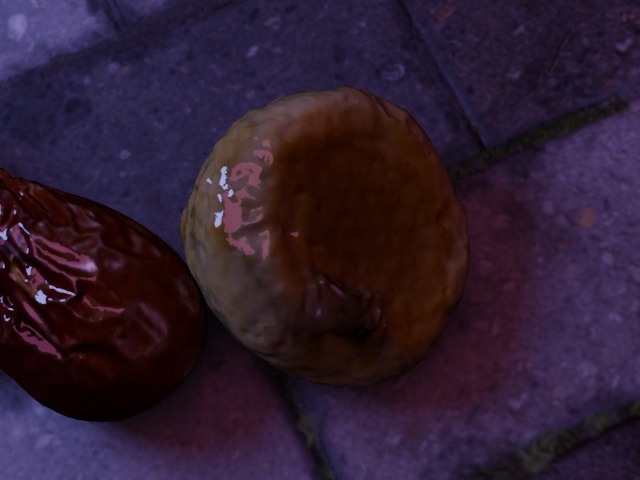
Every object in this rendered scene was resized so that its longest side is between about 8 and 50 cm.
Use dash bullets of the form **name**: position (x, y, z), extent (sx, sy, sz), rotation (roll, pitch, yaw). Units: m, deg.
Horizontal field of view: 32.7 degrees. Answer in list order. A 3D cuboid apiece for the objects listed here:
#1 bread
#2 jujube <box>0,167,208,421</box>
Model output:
- **bread**: position (0.000, 0.000, 0.855), extent (0.244, 0.134, 0.245), rotation (3, 85, -39)
- **jujube**: position (-0.198, 0.033, 0.825), extent (0.236, 0.168, 0.168), rotation (43, 73, -15)
